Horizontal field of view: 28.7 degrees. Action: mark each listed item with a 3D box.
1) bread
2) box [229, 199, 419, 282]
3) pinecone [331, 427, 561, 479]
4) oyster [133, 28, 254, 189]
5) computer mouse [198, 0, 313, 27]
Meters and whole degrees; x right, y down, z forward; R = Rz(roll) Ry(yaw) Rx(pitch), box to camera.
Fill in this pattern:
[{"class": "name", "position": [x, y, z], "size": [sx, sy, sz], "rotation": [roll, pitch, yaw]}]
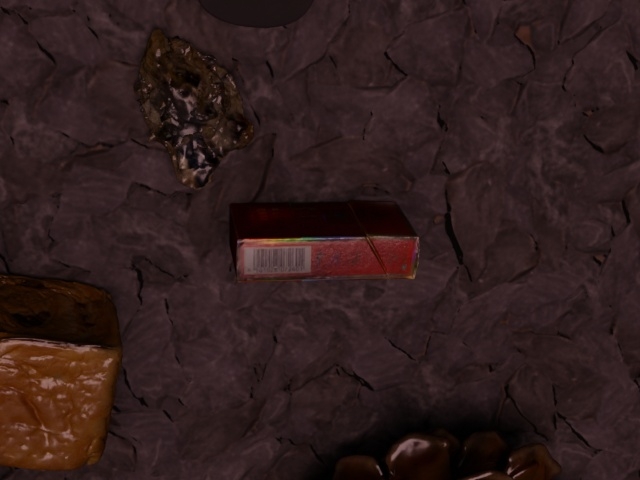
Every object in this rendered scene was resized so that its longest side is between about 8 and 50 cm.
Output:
[{"class": "bread", "position": [-0.274, 0.126, 1.211], "size": [0.158, 0.149, 0.143], "rotation": [14, 111, -13]}, {"class": "box", "position": [0.000, -0.001, 1.223], "size": [0.175, 0.112, 0.048], "rotation": [-1, 109, -9]}, {"class": "pinecone", "position": [0.140, 0.400, 1.262], "size": [0.384, 0.384, 0.384], "rotation": [-3, 110, -8]}, {"class": "oyster", "position": [-0.127, -0.130, 1.190], "size": [0.103, 0.051, 0.148], "rotation": [-37, 101, -2]}, {"class": "computer mouse", "position": [-0.050, -0.307, 1.132], "size": [0.120, 0.057, 0.232], "rotation": [5, 109, -11]}]
